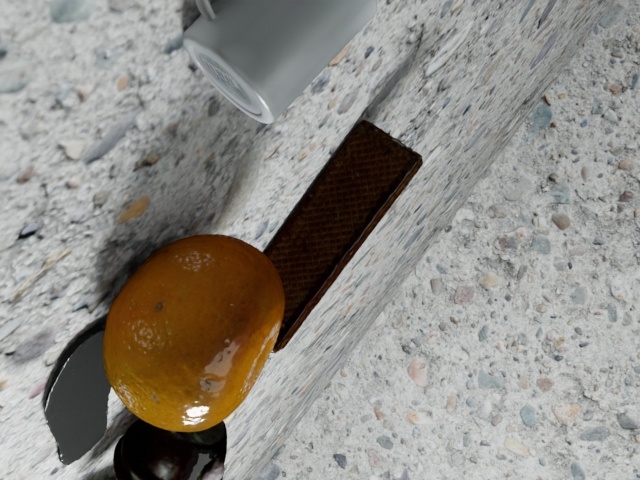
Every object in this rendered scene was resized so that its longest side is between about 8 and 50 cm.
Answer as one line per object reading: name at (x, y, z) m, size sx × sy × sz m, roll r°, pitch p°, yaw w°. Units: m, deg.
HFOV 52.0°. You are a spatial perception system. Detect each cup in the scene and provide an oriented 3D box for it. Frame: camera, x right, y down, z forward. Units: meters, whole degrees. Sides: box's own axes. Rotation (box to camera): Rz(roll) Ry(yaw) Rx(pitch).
cup at (-0.044, -0.185, 0.522) m, size 0.133 × 0.136 × 0.099 m, roll -48°, pitch -162°, yaw -7°

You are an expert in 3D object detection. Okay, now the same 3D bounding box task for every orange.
orange at (-0.138, 0.096, 0.728) m, size 0.224 × 0.170 × 0.223 m, roll 25°, pitch 90°, yaw -84°

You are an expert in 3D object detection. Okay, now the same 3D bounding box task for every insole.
insole at (-0.295, 0.203, 0.821) m, size 0.110 × 0.012 × 0.309 m, roll -40°, pitch 162°, yaw -38°

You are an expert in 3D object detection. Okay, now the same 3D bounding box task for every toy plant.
toy plant at (-0.245, 0.370, 1.037) m, size 0.235 × 0.175 × 0.218 m, roll -58°, pitch 159°, yaw 14°

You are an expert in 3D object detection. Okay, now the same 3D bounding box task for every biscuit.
biscuit at (0.000, 0.000, 1.009) m, size 0.388 × 0.107 × 0.073 m, roll -53°, pitch 167°, yaw 9°

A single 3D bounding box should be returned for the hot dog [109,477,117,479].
hot dog at (-0.357, 0.445, 1.078) m, size 0.073 × 0.084 × 0.242 m, roll -57°, pitch 164°, yaw 7°
